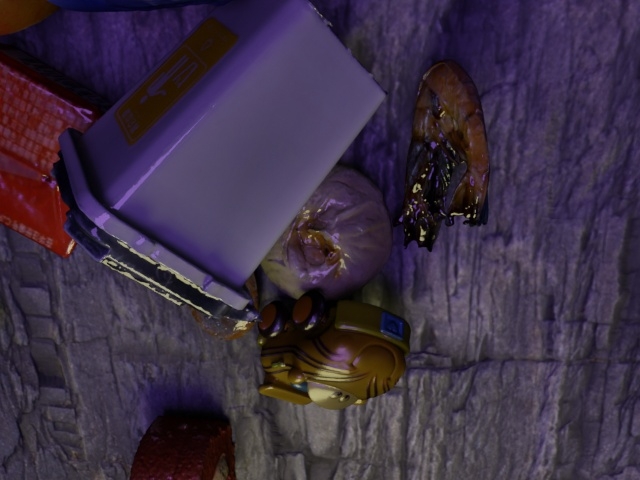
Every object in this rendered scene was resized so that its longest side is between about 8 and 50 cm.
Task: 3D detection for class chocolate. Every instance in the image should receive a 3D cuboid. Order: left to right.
[{"bbox_3d":[-0.410,-0.134,0.936,0.237,0.108,0.234,29,113,-9],"label":"chocolate"}]

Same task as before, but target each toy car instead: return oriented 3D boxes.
[{"bbox_3d":[0.012,0.177,0.963,0.200,0.142,0.248,26,151,-32],"label":"toy car"}]

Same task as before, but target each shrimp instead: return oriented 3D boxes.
[{"bbox_3d":[-0.161,0.076,1.034,0.133,0.051,0.187,8,111,4],"label":"shrimp"},{"bbox_3d":[0.174,-0.088,0.867,0.075,0.178,0.289,-2,117,-20],"label":"shrimp"}]

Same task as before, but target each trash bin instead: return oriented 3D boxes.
[{"bbox_3d":[-0.108,-0.110,0.813,0.367,0.256,0.296,-47,128,5],"label":"trash bin"}]

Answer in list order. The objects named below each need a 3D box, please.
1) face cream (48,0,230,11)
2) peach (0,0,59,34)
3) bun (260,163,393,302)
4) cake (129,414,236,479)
[{"bbox_3d":[-0.191,-0.375,0.689,0.225,0.249,0.248,6,117,26],"label":"face cream"},{"bbox_3d":[-0.434,-0.362,0.766,0.275,0.245,0.248,-23,101,16],"label":"peach"},{"bbox_3d":[0.000,0.000,0.940,0.223,0.127,0.222,4,118,8],"label":"bun"},{"bbox_3d":[-0.235,0.451,1.145,0.151,0.177,0.282,3,113,4],"label":"cake"}]
